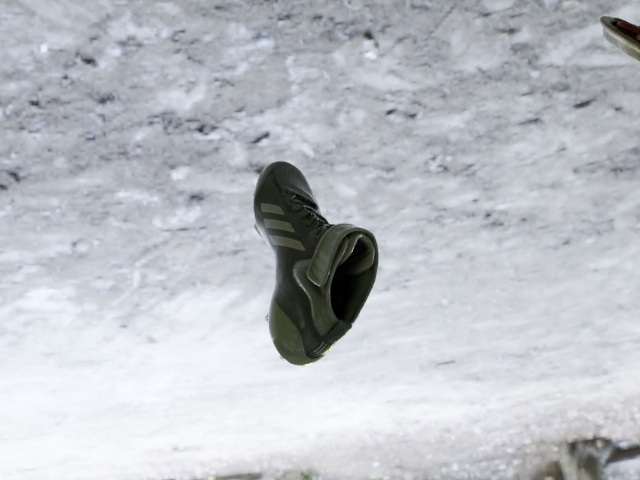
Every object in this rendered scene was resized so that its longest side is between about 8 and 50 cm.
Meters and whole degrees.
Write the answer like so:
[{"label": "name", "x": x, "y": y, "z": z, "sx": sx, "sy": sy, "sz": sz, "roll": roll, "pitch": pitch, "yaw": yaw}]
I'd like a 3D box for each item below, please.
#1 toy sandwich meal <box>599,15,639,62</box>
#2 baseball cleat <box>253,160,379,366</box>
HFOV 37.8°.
[{"label": "toy sandwich meal", "x": 0.171, "y": -0.094, "z": 0.435, "sx": 0.086, "sy": 0.085, "sz": 0.029, "roll": 8, "pitch": 120, "yaw": -32}, {"label": "baseball cleat", "x": 0.000, "y": 0.000, "z": 0.744, "sx": 0.072, "sy": 0.205, "sz": 0.109, "roll": 23, "pitch": 132, "yaw": -36}]
